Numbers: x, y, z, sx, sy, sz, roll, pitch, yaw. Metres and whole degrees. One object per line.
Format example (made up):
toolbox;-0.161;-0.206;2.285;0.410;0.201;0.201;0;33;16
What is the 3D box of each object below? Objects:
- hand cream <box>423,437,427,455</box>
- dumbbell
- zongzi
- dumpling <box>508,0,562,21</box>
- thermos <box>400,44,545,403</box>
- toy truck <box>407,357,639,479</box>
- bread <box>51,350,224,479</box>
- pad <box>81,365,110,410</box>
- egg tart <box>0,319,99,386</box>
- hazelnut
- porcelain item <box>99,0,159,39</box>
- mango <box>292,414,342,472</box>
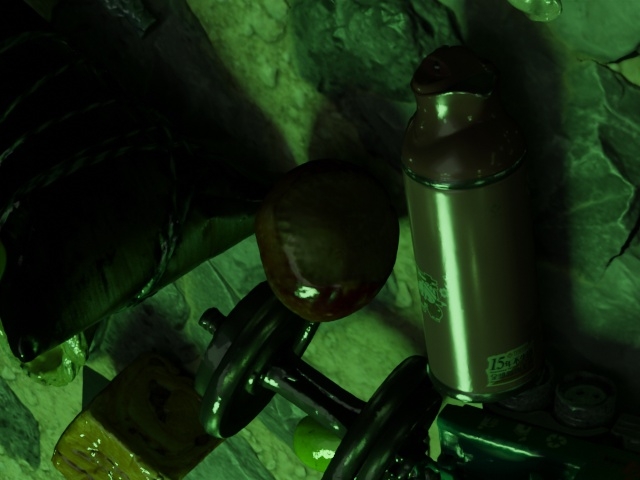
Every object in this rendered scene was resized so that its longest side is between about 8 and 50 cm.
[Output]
hand cream;0.079;0.304;1.747;0.086;0.055;0.235;-8;126;-3
dumbbell;-0.002;0.158;1.595;0.290;0.192;0.192;34;138;13
zongzi;-0.272;-0.110;1.593;0.383;0.319;0.362;32;145;44
dumpling;0.164;-0.203;1.279;0.077;0.043;0.059;32;159;12
thermos;0.132;-0.027;1.411;0.110;0.136;0.330;-3;124;10
toy truck;0.255;0.240;1.450;0.363;0.178;0.176;11;130;27
bread;-0.211;0.227;1.858;0.149;0.158;0.143;48;141;5
pad;-0.259;0.248;2.030;0.116;0.004;0.193;29;136;19
egg tart;-0.337;0.082;1.906;0.197;0.078;0.197;24;135;27
hazelnut;0.000;0.000;1.501;0.143;0.143;0.154;-13;79;45
porcelain item;-0.195;-0.234;1.568;0.083;0.028;0.036;47;123;2
mango;0.021;0.221;1.732;0.108;0.056;0.073;6;131;21
